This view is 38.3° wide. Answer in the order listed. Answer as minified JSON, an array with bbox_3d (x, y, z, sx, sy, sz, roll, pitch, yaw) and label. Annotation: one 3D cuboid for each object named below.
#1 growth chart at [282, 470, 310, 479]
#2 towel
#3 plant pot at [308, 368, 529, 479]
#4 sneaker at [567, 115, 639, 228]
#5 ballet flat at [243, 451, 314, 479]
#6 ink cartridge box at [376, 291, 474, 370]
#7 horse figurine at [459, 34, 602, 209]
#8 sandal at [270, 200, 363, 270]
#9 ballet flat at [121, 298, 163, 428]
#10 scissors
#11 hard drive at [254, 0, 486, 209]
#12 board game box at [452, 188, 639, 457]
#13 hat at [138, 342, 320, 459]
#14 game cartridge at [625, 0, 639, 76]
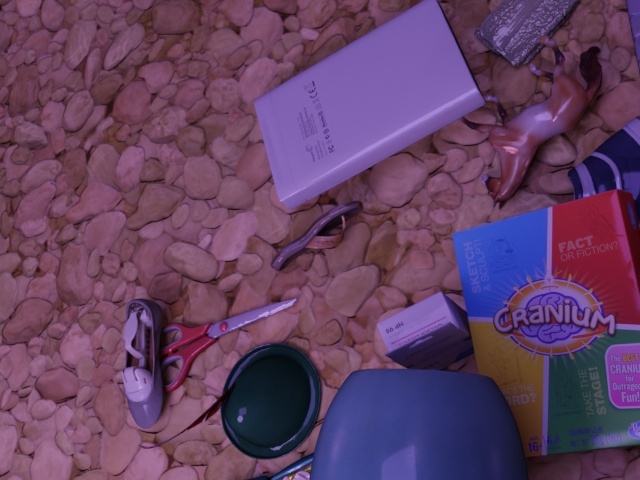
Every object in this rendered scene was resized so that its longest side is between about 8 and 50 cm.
[{"bbox_3d":[0.017,0.393,1.306,0.237,0.021,0.172,-33,92,13],"label":"growth chart"},{"bbox_3d":[0.324,-0.350,1.446,0.148,0.027,0.110,-47,61,5],"label":"towel"},{"bbox_3d":[0.122,0.283,1.148,0.292,0.293,0.235,-3,77,24],"label":"plant pot"},{"bbox_3d":[0.446,-0.023,1.241,0.153,0.099,0.282,-33,58,9],"label":"sneaker"},{"bbox_3d":[-0.063,0.377,1.370,0.230,0.077,0.077,-25,86,19],"label":"ballet flat"},{"bbox_3d":[0.150,0.129,1.281,0.104,0.180,0.060,-28,64,14],"label":"ink cartridge box"},{"bbox_3d":[0.320,-0.193,1.376,0.263,0.066,0.175,-37,54,13],"label":"horse figurine"},{"bbox_3d":[0.000,0.000,1.462,0.180,0.072,0.049,-38,77,11],"label":"sandal"},{"bbox_3d":[-0.299,0.199,1.512,0.072,0.068,0.213,-9,71,23],"label":"ballet flat"},{"bbox_3d":[-0.177,0.141,1.520,0.297,0.021,0.109,-36,60,12],"label":"scissors"},{"bbox_3d":[0.068,-0.224,1.489,0.353,0.047,0.233,-28,53,17],"label":"hard drive"},{"bbox_3d":[0.319,0.116,1.215,0.242,0.064,0.317,-17,77,33],"label":"board game box"},{"bbox_3d":[-0.118,0.238,1.368,0.172,0.183,0.209,13,79,27],"label":"hat"},{"bbox_3d":[0.619,-0.310,1.280,0.354,0.068,0.230,-11,73,21],"label":"game cartridge"}]
